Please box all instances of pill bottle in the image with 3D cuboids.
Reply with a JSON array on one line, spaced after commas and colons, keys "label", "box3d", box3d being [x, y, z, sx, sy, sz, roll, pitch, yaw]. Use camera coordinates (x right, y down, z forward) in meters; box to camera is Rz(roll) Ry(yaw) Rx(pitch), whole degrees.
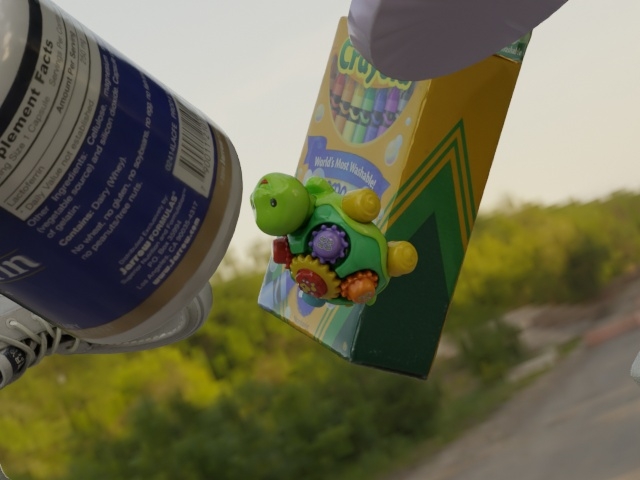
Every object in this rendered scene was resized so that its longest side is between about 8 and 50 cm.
[{"label": "pill bottle", "box3d": [-0.179, -0.061, 1.014, 0.153, 0.153, 0.265, -25, -42, 30]}]

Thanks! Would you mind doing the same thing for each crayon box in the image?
[{"label": "crayon box", "box3d": [0.059, -0.067, 1.573, 0.083, 0.323, 0.203, 15, 5, -26]}]

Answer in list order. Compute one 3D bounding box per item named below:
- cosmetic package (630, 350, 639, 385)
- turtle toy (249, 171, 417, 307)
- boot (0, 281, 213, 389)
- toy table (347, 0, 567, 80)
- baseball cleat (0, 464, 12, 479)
[{"label": "cosmetic package", "box3d": [0.443, 0.066, 1.372, 0.385, 0.156, 0.217, -4, 51, 56]}, {"label": "turtle toy", "box3d": [0.000, 0.000, 1.316, 0.095, 0.130, 0.066, -9, 34, 49]}, {"label": "boot", "box3d": [-0.217, 0.075, 1.426, 0.258, 0.095, 0.123, -4, 31, 11]}, {"label": "toy table", "box3d": [0.098, -0.254, 1.345, 0.274, 0.161, 0.252, -29, -36, -21]}, {"label": "baseball cleat", "box3d": [-0.156, 0.133, 0.731, 0.109, 0.072, 0.206, 11, 6, -23]}]
